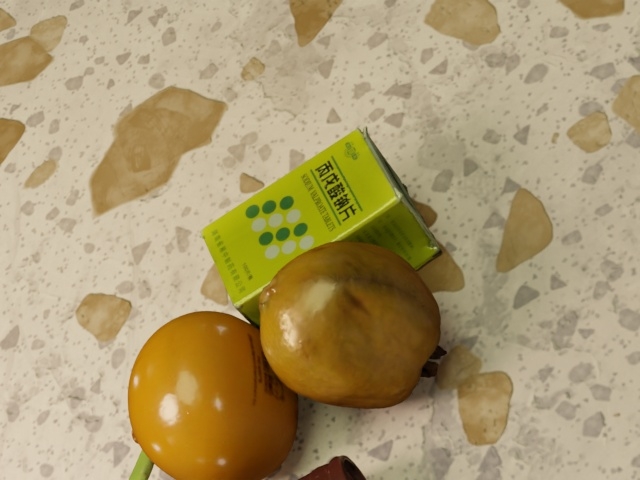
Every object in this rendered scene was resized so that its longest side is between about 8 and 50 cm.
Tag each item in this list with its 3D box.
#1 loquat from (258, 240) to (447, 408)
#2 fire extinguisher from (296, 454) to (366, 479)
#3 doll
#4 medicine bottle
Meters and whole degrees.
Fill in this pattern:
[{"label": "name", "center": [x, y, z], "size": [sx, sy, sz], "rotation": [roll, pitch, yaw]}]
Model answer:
[{"label": "loquat", "center": [0.039, 0.101, 1.840], "size": [0.176, 0.234, 0.187], "rotation": [-112, 42, -65]}, {"label": "fire extinguisher", "center": [-0.070, 0.340, 1.816], "size": [0.269, 0.105, 0.104], "rotation": [-30, 51, 11]}, {"label": "doll", "center": [-0.151, 0.200, 1.895], "size": [0.236, 0.213, 0.213], "rotation": [-29, 50, 28]}, {"label": "medicine bottle", "center": [0.000, 0.000, 1.963], "size": [0.250, 0.141, 0.137], "rotation": [-34, 48, 7]}]
